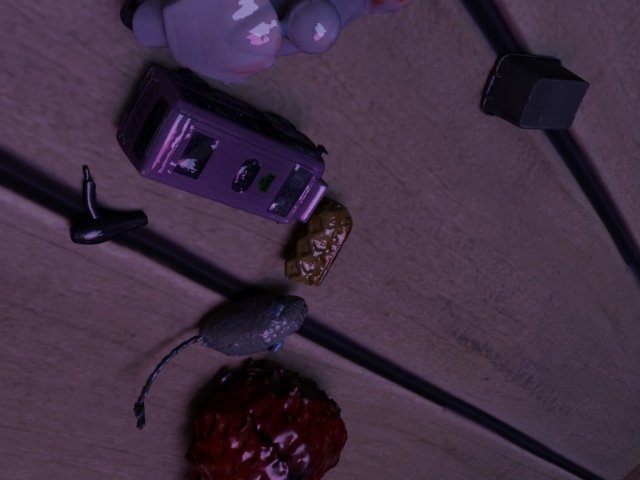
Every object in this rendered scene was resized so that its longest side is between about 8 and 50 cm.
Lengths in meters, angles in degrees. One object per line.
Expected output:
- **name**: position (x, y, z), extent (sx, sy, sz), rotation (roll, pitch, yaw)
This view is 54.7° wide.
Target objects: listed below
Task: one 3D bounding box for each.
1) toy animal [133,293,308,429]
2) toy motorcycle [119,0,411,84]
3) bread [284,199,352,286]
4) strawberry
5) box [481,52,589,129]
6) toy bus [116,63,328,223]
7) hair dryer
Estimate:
- **toy animal**: position (-0.131, 0.132, 0.780), extent (0.253, 0.079, 0.070), rotation (-28, 112, -13)
- **toy motorcycle**: position (-0.031, -0.200, 0.521), extent (0.260, 0.171, 0.110), rotation (-19, 133, -16)
- **bread**: position (0.000, 0.000, 0.775), extent (0.066, 0.060, 0.110), rotation (4, 119, -50)
- **strawberry**: position (-0.082, 0.319, 0.881), extent (0.280, 0.150, 0.253), rotation (-45, 133, -12)
- **box**: position (0.277, -0.186, 0.794), extent (0.122, 0.069, 0.084), rotation (-6, 128, -29)
- **toy bus**: position (-0.088, -0.087, 0.614), extent (0.199, 0.108, 0.096), rotation (18, 113, -40)
- **hair dryer**: position (-0.220, -0.038, 0.633), extent (0.079, 0.031, 0.083), rotation (-20, 125, -33)
